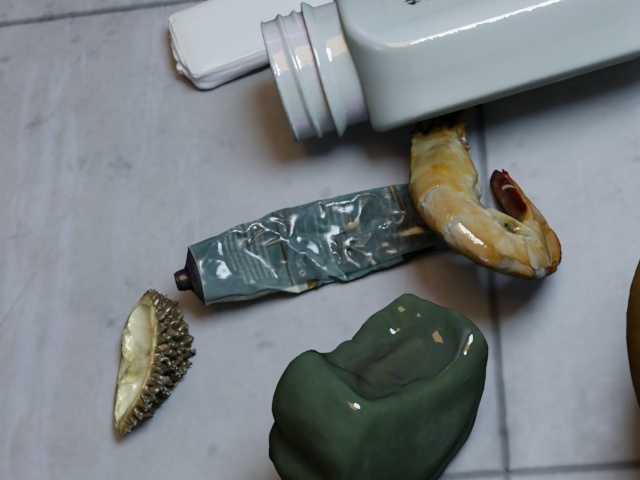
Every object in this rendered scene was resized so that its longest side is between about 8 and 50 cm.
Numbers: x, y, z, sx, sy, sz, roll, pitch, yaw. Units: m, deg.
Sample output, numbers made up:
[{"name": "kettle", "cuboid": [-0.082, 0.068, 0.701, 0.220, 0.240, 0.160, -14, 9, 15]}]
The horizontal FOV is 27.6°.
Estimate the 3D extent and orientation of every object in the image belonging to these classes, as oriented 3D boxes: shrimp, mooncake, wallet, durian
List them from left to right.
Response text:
[{"name": "durian", "cuboid": [-0.140, 0.093, 1.052, 0.066, 0.052, 0.130, -2, 61, 14]}, {"name": "wallet", "cuboid": [-0.051, -0.206, 1.216, 0.190, 0.033, 0.095, -24, 57, -3]}, {"name": "mooncake", "cuboid": [0.040, 0.116, 0.936, 0.104, 0.175, 0.168, 38, 100, 28]}, {"name": "shrimp", "cuboid": [0.130, -0.041, 1.043, 0.133, 0.053, 0.236, 14, 28, -13]}]

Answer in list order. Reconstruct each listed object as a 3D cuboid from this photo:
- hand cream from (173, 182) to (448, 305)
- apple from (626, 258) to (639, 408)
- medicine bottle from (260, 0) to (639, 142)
[{"name": "hand cream", "cuboid": [0.000, 0.000, 1.070, 0.247, 0.052, 0.075, -16, 70, -3]}, {"name": "apple", "cuboid": [0.370, 0.053, 0.815, 0.338, 0.305, 0.339, -4, 61, 8]}, {"name": "medicine bottle", "cuboid": [0.117, -0.178, 1.096, 0.324, 0.124, 0.179, -17, 27, 4]}]
